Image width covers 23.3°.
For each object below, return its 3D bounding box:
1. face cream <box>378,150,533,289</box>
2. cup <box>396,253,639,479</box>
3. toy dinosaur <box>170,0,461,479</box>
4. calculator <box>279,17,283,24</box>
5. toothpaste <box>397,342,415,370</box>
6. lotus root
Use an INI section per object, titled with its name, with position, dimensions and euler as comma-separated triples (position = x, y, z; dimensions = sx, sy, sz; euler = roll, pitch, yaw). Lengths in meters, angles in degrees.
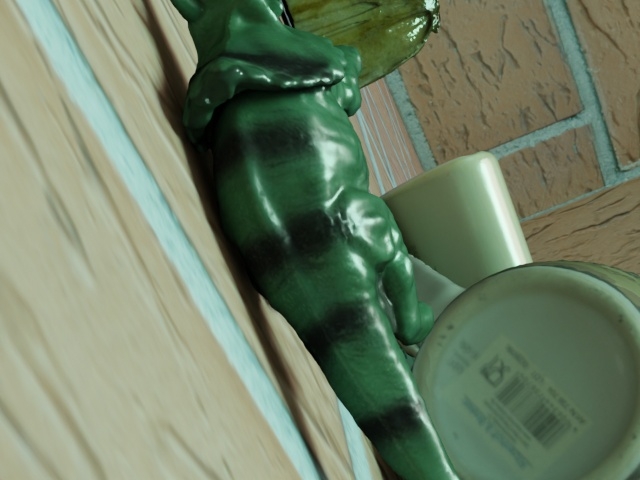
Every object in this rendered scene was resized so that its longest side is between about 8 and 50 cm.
[face cream]
position = 0.135, 0.117, 1.169
dimensions = 0.173, 0.081, 0.348
euler = -28, -101, 65
[cup]
position = 0.128, 0.089, 0.938
dimensions = 0.301, 0.227, 0.257
euler = 39, -4, 28
[toy dinosaur]
position = 0.003, -0.002, 0.667
dimensions = 0.292, 0.079, 0.120
euler = 65, 12, -3
[calculator]
position = -0.025, -0.102, 0.966
dimensions = 0.126, 0.034, 0.190
euler = -60, 127, -80
[toothpaste]
position = 0.057, 0.045, 1.147
dimensions = 0.064, 0.041, 0.218
euler = 92, -23, -69
[lotus root]
position = 0.036, -0.203, 1.383
dimensions = 0.070, 0.144, 0.143
euler = -129, -155, -83
